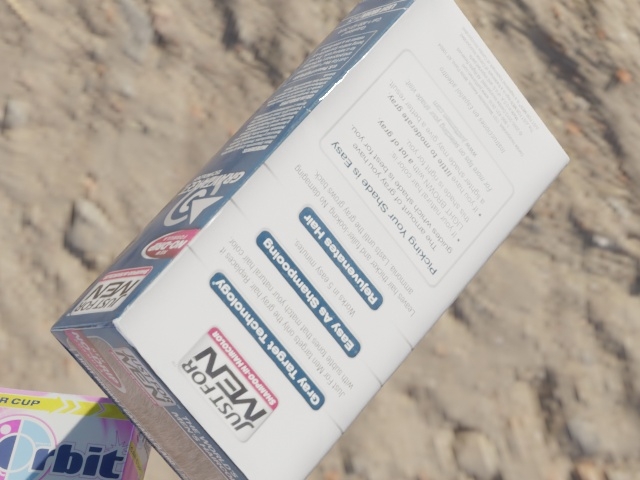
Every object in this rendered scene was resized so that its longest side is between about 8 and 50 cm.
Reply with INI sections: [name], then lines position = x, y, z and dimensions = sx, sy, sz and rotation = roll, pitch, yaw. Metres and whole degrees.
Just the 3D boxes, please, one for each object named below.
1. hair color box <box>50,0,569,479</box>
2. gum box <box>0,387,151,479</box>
[hair color box]
position = 0.000, 0.000, 1.326
dimensions = 0.347, 0.105, 0.174
rotation = -48, 110, -26
[gum box]
position = -0.238, 0.180, 1.559
dimensions = 0.188, 0.062, 0.107
rotation = 4, 56, 10
